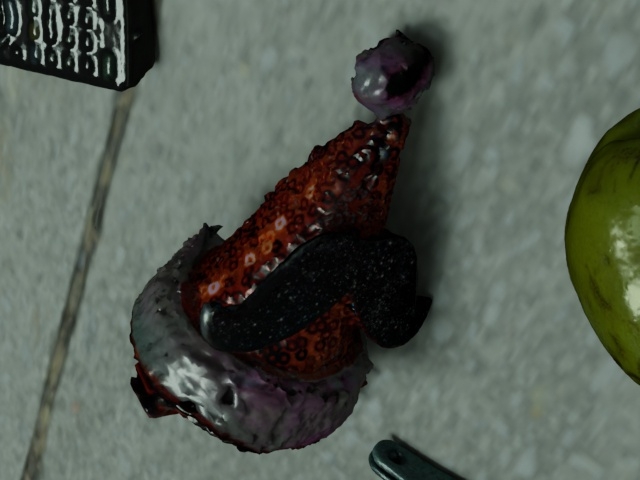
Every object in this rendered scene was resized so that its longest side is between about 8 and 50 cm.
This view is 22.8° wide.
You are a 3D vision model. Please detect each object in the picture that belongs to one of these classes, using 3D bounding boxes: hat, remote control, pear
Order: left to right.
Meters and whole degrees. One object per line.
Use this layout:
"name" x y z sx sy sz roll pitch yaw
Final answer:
"remote control" -0.200 -0.131 0.843 0.245 0.025 0.063 15 124 21
"hat" 0.003 0.002 0.756 0.140 0.129 0.227 16 124 -23
"pear" 0.147 0.009 0.612 0.107 0.107 0.131 2 133 41

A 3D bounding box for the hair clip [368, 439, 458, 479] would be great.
"hair clip" 0.116 0.150 0.798 0.229 0.039 0.070 12 129 37
